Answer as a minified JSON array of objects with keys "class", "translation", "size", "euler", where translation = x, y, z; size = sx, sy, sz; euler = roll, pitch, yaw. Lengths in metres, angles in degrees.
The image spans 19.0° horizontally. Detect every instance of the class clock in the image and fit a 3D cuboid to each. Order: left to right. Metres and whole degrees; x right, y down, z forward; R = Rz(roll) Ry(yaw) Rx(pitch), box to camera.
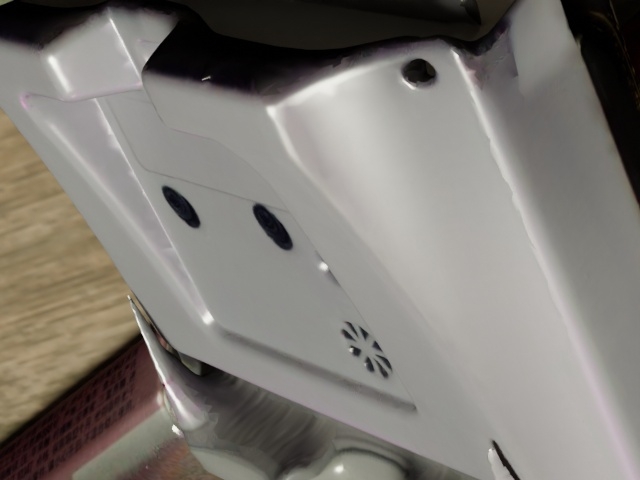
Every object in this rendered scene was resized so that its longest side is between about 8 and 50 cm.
[{"class":"clock","translation":[0.000,0.000,0.553],"size":[0.083,0.253,0.186],"euler":[-39,121,-24]}]

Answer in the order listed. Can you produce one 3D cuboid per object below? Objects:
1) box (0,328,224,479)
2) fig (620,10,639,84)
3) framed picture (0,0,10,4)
[{"class":"box","translation":[-0.089,0.126,0.790],"size":[0.120,0.069,0.224],"euler":[35,126,-30]},{"class":"fig","translation":[0.159,0.043,0.643],"size":[0.190,0.191,0.290],"euler":[1,133,-2]},{"class":"framed picture","translation":[-0.020,-0.189,0.410],"size":[0.024,0.232,0.315],"euler":[40,135,23]}]
